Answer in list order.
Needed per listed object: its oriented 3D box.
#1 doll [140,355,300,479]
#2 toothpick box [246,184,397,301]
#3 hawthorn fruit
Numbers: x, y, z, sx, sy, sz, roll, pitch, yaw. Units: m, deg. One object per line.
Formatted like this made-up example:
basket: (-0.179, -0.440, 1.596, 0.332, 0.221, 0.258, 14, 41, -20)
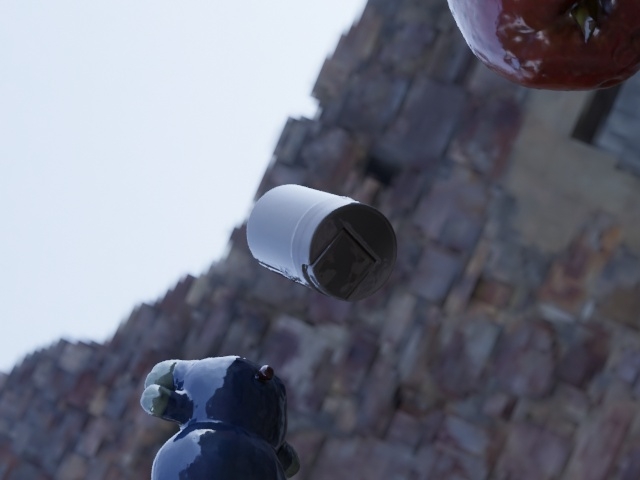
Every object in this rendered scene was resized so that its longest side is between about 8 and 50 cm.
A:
doll: (-0.111, 0.260, 2.219, 0.154, 0.228, 0.258, -29, 42, 43)
toothpick box: (0.000, 0.000, 2.121, 0.180, 0.111, 0.111, 20, 85, 64)
hawthorn fruit: (0.176, -0.187, 1.340, 0.200, 0.179, 0.179, -87, 13, -66)
